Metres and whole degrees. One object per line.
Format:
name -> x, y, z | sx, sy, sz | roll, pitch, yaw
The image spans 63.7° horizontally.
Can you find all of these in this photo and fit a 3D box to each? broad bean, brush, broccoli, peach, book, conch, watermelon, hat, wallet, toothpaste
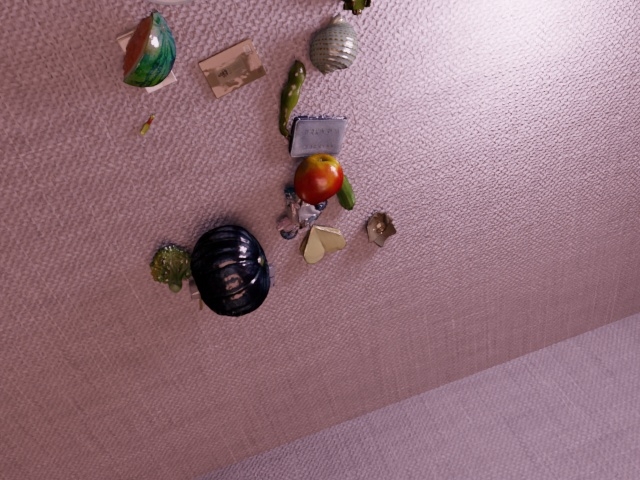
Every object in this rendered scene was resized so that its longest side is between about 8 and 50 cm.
broad bean -> -0.104, -0.502, 1.874 | 0.098, 0.056, 0.318 | -19, 137, -28
brush -> -0.601, -0.405, 1.790 | 0.019, 0.021, 0.083 | 27, 116, -29
broccoli -> -0.580, 0.125, 2.041 | 0.194, 0.194, 0.219 | -24, 133, -2
peach -> -0.006, -0.232, 1.974 | 0.190, 0.190, 0.192 | -5, 133, -15
book -> -0.301, -0.590, 1.770 | 0.199, 0.016, 0.138 | -26, 126, -1
conch -> 0.056, -0.663, 1.767 | 0.172, 0.131, 0.200 | 13, 118, -24
watermelon -> -0.516, -0.581, 1.627 | 0.146, 0.128, 0.231 | 19, 114, -49
hat -> 0.259, -0.044, 2.289 | 0.147, 0.085, 0.175 | -43, 148, -1
wallet -> -0.012, -0.394, 1.961 | 0.222, 0.036, 0.167 | -5, 131, -22
toothpaste -> -0.374, 0.189, 2.225 | 0.371, 0.080, 0.125 | -8, 131, -16

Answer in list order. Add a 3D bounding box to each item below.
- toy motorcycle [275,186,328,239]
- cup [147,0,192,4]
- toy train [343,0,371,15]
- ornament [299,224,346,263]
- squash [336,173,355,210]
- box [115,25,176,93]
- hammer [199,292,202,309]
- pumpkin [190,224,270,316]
toy motorcycle -> -0.104, -0.134, 2.084 | 0.239, 0.108, 0.204 | -54, 130, -11
cup -> -0.438, -0.853, 1.427 | 0.347, 0.163, 0.347 | -13, 155, -6
toy train -> 0.117, -0.855, 1.661 | 0.090, 0.137, 0.225 | -6, 128, -19
ornament -> 0.000, 0.000, 2.235 | 0.201, 0.059, 0.180 | -27, 125, -3
squash -> 0.090, -0.210, 2.114 | 0.077, 0.068, 0.219 | -16, 128, 14
box -> -0.564, -0.591, 1.676 | 0.109, 0.029, 0.198 | -25, 127, -1
hammer -> -0.491, 0.217, 2.117 | 0.028, 0.060, 0.195 | -3, 123, -14
pumpkin -> -0.347, 0.123, 2.011 | 0.266, 0.363, 0.363 | -14, 126, 6
